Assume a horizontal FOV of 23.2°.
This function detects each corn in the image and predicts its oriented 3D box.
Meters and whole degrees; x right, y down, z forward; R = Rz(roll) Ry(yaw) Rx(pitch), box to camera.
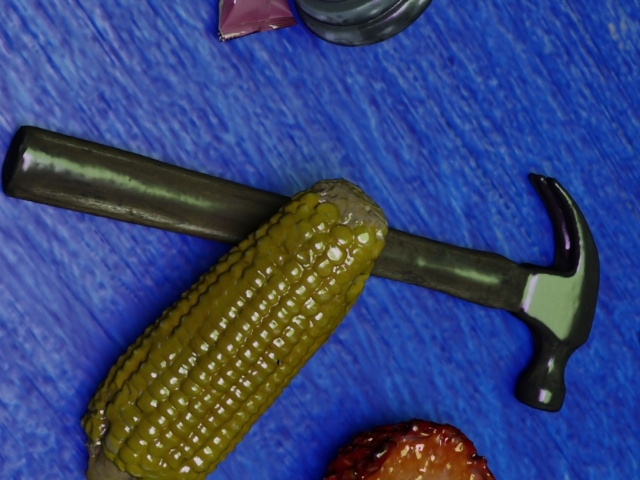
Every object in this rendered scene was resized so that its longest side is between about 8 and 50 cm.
[{"bbox_3d":[-0.057,0.068,1.004,0.097,0.097,0.261,41,98,-19],"label":"corn"}]

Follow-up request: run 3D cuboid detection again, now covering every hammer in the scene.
[{"bbox_3d":[0.000,0.000,1.072,0.440,0.044,0.168,13,90,-22],"label":"hammer"}]

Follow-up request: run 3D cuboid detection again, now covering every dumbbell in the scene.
[{"bbox_3d":[-0.010,-0.212,0.971,0.110,0.110,0.254,-60,143,-7],"label":"dumbbell"}]

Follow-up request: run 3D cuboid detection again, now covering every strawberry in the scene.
[{"bbox_3d":[0.057,0.190,1.087,0.145,0.086,0.145,-3,97,-21],"label":"strawberry"}]

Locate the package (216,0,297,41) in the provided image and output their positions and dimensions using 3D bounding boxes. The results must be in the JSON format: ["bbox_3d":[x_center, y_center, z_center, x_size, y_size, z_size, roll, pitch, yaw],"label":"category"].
[{"bbox_3d":[-0.053,-0.178,1.045,0.059,0.029,0.083,-18,97,-24],"label":"package"}]
